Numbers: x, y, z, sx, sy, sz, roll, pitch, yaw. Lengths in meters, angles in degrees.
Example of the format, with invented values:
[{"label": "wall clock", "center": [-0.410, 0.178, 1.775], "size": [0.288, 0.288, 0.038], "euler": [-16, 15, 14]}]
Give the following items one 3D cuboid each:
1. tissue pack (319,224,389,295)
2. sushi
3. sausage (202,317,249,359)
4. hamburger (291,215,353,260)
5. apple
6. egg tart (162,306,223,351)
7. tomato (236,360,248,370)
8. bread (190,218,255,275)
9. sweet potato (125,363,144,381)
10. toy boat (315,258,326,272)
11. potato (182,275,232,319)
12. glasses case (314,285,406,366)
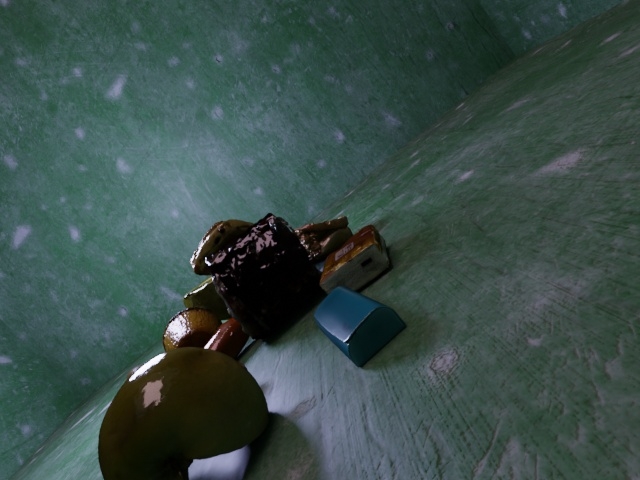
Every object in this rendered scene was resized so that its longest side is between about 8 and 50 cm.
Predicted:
[{"label": "tissue pack", "center": [0.092, 0.058, 1.273], "size": [0.183, 0.092, 0.226], "euler": [-36, 11, 13]}, {"label": "sushi", "center": [-0.162, 0.099, 1.433], "size": [0.294, 0.299, 0.281], "euler": [-38, 8, -2]}, {"label": "sausage", "center": [-0.321, 0.362, 1.412], "size": [0.097, 0.094, 0.348], "euler": [-22, 24, 46]}, {"label": "hamburger", "center": [0.000, 0.000, 1.736], "size": [0.243, 0.146, 0.286], "euler": [-24, -4, 6]}, {"label": "apple", "center": [-0.259, 0.325, 0.858], "size": [0.295, 0.233, 0.258], "euler": [-40, 4, -5]}, {"label": "egg tart", "center": [-0.419, 0.345, 1.623], "size": [0.215, 0.215, 0.171], "euler": [-41, 22, -13]}, {"label": "tomato", "center": [-0.259, 0.341, 1.092], "size": [0.173, 0.099, 0.189], "euler": [-12, 41, 43]}, {"label": "bread", "center": [-0.301, 0.016, 1.564], "size": [0.210, 0.099, 0.235], "euler": [-50, -21, 21]}, {"label": "sweet potato", "center": [-0.603, 0.508, 1.663], "size": [0.158, 0.158, 0.369], "euler": [-44, 8, -30]}, {"label": "toy boat", "center": [-0.008, 0.106, 1.630], "size": [0.105, 0.034, 0.149], "euler": [-38, 7, 28]}, {"label": "potato", "center": [-0.358, 0.221, 1.815], "size": [0.280, 0.213, 0.330], "euler": [-32, 6, 7]}, {"label": "glasses case", "center": [0.059, 0.157, 0.964], "size": [0.117, 0.070, 0.301], "euler": [-41, 10, -9]}]
